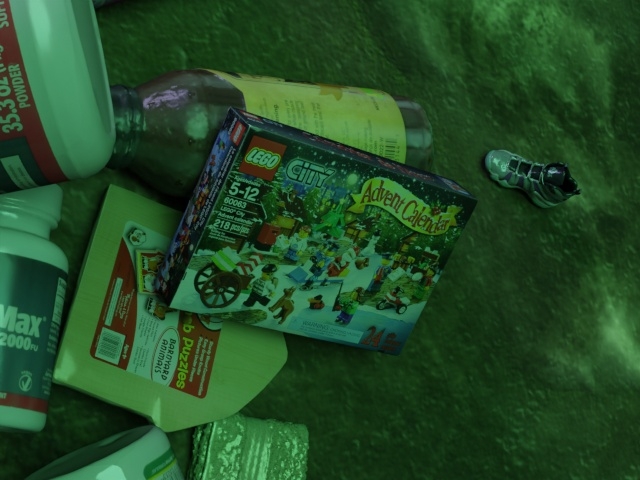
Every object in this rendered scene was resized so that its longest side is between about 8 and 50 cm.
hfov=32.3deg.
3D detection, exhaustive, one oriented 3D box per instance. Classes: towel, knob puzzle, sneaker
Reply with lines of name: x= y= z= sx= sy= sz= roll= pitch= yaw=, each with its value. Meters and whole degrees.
towel: x=-0.062 y=0.217 z=0.914 sx=0.110 sy=0.027 sz=0.148 roll=17 pitch=73 yaw=-27
knob puzzle: x=-0.114 y=0.067 z=0.907 sx=0.213 sy=0.030 sz=0.213 roll=14 pitch=64 yaw=-32
sneaker: x=0.219 y=-0.069 z=1.105 sx=0.098 sy=0.069 sz=0.038 roll=24 pitch=69 yaw=-24

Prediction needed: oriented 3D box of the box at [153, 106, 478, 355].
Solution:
box: x=0.000 y=0.000 z=0.907 sx=0.233 sy=0.044 sz=0.159 roll=15 pitch=109 yaw=-33

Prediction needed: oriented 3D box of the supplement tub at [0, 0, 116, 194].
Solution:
supplement tub: x=-0.283 y=-0.110 z=0.709 sx=0.272 sy=0.191 sz=0.191 roll=-12 pitch=86 yaw=-4

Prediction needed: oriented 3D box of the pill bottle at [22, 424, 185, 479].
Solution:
pill bottle: x=-0.133 y=0.254 z=0.815 sx=0.118 sy=0.117 sz=0.208 roll=-23 pitch=92 yaw=-31

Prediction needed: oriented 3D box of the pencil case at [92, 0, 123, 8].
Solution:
pencil case: x=-0.175 y=-0.255 z=0.892 sx=0.284 sy=0.124 sz=0.124 roll=-27 pitch=94 yaw=-32

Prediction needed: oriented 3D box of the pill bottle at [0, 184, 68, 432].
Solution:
pill bottle: x=-0.241 y=0.044 z=0.799 sx=0.108 sy=0.108 sz=0.180 roll=12 pitch=74 yaw=-27

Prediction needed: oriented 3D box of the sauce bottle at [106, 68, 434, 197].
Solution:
sauce bottle: x=-0.071 y=-0.086 z=0.918 sx=0.344 sy=0.111 sz=0.111 roll=4 pitch=79 yaw=-31
